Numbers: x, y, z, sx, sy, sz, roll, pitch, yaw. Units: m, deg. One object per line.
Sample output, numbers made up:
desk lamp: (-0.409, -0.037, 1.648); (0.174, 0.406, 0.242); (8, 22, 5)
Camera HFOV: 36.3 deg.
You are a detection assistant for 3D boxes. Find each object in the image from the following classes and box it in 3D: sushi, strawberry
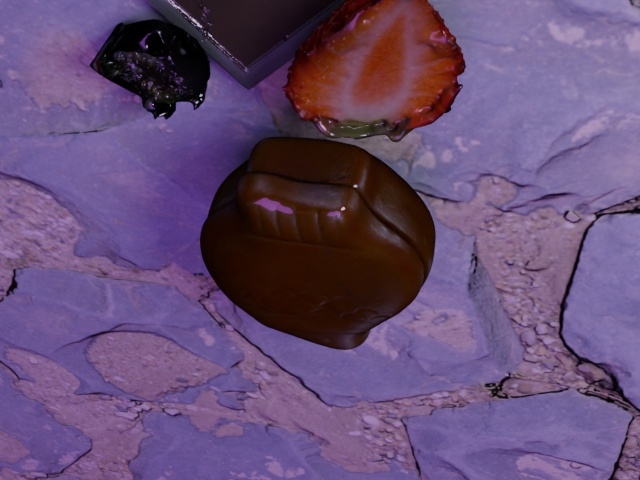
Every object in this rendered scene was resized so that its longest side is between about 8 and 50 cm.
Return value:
sushi: (-0.140, -0.155, 0.868); (0.083, 0.056, 0.084); (-11, 135, 41)
strawberry: (0.042, -0.155, 0.803); (0.147, 0.082, 0.187); (-3, 152, -13)

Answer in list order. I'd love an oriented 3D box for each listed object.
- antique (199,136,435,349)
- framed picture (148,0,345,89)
antique: (0.000, 0.000, 0.940); (0.224, 0.129, 0.278); (7, 148, 16)
framed picture: (-0.085, -0.272, 0.769); (0.232, 0.019, 0.296); (-28, 124, 35)
